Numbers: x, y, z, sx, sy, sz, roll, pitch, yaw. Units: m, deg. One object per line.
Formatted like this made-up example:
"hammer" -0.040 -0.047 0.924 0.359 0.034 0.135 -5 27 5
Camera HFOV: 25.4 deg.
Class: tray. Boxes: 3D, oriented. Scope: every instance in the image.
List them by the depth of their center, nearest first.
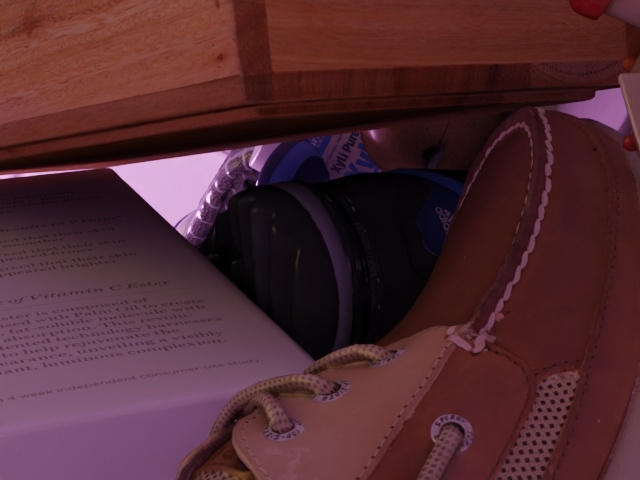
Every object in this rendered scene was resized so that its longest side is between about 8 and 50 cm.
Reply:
"tray" -0.078 -0.076 0.657 0.411 0.203 0.076 -4 93 51

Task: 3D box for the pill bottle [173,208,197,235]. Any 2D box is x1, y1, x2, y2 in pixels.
"pill bottle" -0.104 0.018 1.458 0.112 0.112 0.187 -65 7 -5

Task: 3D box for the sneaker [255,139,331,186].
"sneaker" 0.000 0.000 0.845 0.053 0.059 0.144 -42 -40 -29

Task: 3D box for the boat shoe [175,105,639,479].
"boat shoe" 0.020 0.080 0.399 0.123 0.116 0.324 -56 12 53

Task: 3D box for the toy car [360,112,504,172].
"toy car" 0.044 -0.088 0.769 0.155 0.149 0.188 168 117 -68

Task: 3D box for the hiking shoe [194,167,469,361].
"hiking shoe" 0.004 0.039 0.694 0.304 0.132 0.113 150 107 -72

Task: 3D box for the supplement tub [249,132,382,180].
"supplement tub" 0.017 -0.053 0.891 0.071 0.107 0.071 -62 8 16

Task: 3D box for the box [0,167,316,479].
"box" -0.149 0.093 0.609 0.345 0.215 0.168 -144 49 -65

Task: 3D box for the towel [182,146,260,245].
"towel" -0.046 -0.021 1.167 0.283 0.121 0.235 -59 8 36

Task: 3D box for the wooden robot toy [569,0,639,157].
"wooden robot toy" 0.114 -0.069 0.456 0.079 0.076 0.173 108 -177 -56
